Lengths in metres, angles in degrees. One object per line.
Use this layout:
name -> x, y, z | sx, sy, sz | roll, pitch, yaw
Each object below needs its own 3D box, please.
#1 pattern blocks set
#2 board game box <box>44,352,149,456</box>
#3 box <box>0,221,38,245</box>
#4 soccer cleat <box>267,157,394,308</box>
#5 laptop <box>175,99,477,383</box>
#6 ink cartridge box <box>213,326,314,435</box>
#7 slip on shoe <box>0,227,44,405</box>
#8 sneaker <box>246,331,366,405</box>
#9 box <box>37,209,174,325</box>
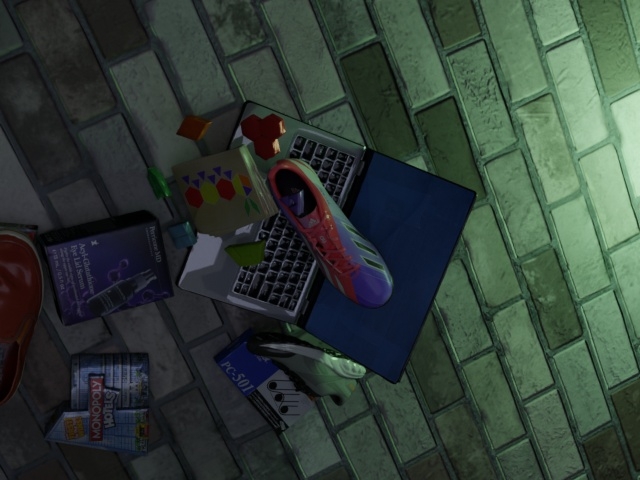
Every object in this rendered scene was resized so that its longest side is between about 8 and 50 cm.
pattern blocks set -> -0.168, -0.088, 1.580 | 0.026, 0.324, 0.286 | -39, 121, -51
board game box -> -0.425, 0.316, 1.702 | 0.194, 0.060, 0.194 | 0, 103, -16
box -> -0.576, 0.072, 1.615 | 0.114, 0.036, 0.207 | 5, 102, -16
soccer cleat -> 0.011, -0.009, 1.576 | 0.108, 0.116, 0.318 | -36, 85, 11
laptop -> 0.000, 0.000, 1.647 | 0.407, 0.236, 0.382 | 20, 97, -18
ink cartridge box -> -0.111, 0.282, 1.785 | 0.097, 0.046, 0.207 | -39, 109, -5
slip on shoe -> -0.556, 0.143, 1.564 | 0.122, 0.101, 0.332 | 10, 99, -16
sneaker -> -0.029, 0.251, 1.743 | 0.271, 0.100, 0.108 | 26, 85, -32
box -> -0.384, 0.045, 1.607 | 0.207, 0.108, 0.153 | -16, 107, -20
